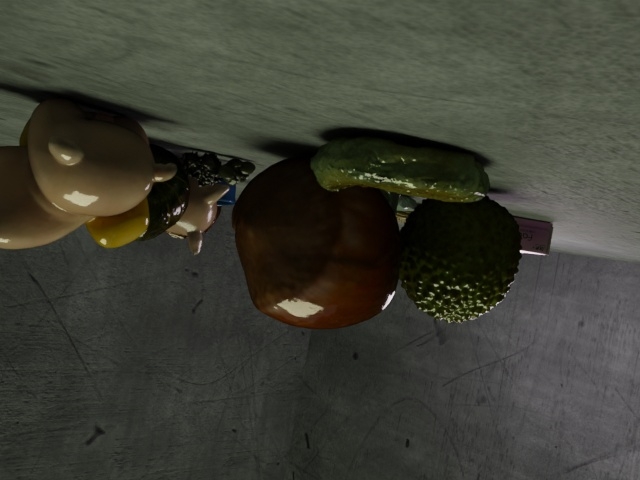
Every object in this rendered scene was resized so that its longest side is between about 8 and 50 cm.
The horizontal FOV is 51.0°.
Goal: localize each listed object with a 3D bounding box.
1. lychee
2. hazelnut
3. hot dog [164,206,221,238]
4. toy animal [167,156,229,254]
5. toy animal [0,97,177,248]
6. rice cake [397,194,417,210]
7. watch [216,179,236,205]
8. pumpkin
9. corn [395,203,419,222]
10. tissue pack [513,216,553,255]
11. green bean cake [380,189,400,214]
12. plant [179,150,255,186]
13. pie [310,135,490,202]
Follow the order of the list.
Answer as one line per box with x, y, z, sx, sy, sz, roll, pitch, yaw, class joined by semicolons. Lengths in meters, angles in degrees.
0.285;0.022;1.394;0.270;0.320;0.270;-1;156;0;lychee
0.000;0.000;1.285;0.372;0.372;0.315;10;143;-37;hazelnut
-0.478;-0.145;2.246;0.267;0.174;0.387;5;-158;-24;hot dog
-0.374;-0.120;1.770;0.213;0.195;0.256;22;-166;-20;toy animal
-0.434;-0.143;1.137;0.345;0.277;0.247;-3;159;-37;toy animal
0.169;-0.106;1.831;0.080;0.042;0.222;12;178;-36;rice cake
-0.340;-0.148;1.993;0.200;0.171;0.196;-3;-176;31;watch
-0.432;-0.111;1.566;0.260;0.260;0.189;10;143;-27;pumpkin
0.309;-0.067;1.938;0.207;0.068;0.068;9;180;5;corn
0.543;-0.012;1.886;0.148;0.092;0.246;9;179;3;tissue pack
0.089;-0.101;1.577;0.183;0.094;0.185;9;-175;11;green bean cake
-0.242;-0.166;1.570;0.174;0.087;0.085;6;156;-14;plant
0.119;-0.106;1.010;0.277;0.078;0.277;5;-178;0;pie
